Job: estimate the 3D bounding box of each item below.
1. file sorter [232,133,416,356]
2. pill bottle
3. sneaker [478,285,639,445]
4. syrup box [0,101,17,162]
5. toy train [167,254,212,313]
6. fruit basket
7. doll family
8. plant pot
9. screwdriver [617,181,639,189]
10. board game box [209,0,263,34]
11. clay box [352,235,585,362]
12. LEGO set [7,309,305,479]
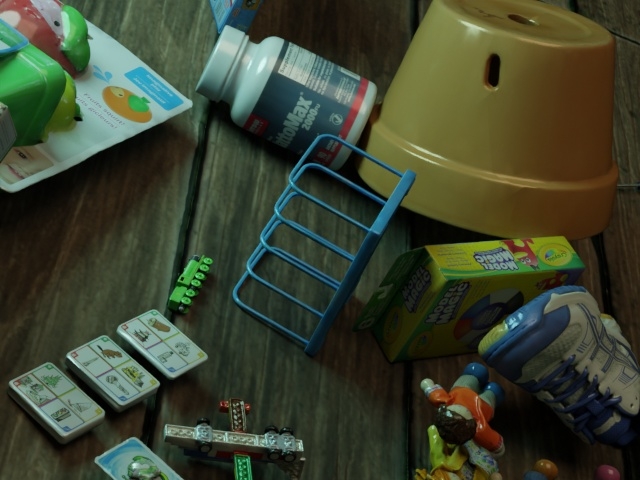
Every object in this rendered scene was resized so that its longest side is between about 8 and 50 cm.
[{"bbox_3d":[0.000,0.000,1.639,0.104,0.170,0.118,30,38,2],"label":"file sorter"},{"bbox_3d":[-0.040,-0.160,1.839,0.180,0.108,0.108,25,38,-7],"label":"pill bottle"},{"bbox_3d":[0.259,0.132,1.649,0.296,0.112,0.131,17,40,-58],"label":"sneaker"},{"bbox_3d":[-0.360,-0.031,1.398,0.093,0.096,0.237,33,76,3],"label":"syrup box"},{"bbox_3d":[-0.127,0.041,1.632,0.024,0.017,0.083,20,38,3],"label":"toy train"},{"bbox_3d":[-0.324,-0.196,1.648,0.327,0.165,0.353,38,35,10],"label":"fruit basket"},{"bbox_3d":[0.178,0.238,1.547,0.263,0.118,0.163,36,20,7],"label":"doll family"},{"bbox_3d":[0.200,-0.147,1.830,0.291,0.203,0.291,11,22,-5],"label":"plant pot"},{"bbox_3d":[0.385,-0.067,2.099,0.170,0.025,0.024,-6,51,-27],"label":"screwdriver"},{"bbox_3d":[-0.079,-0.367,1.958,0.039,0.211,0.160,8,44,-27],"label":"board game box"},{"bbox_3d":[0.149,0.060,1.705,0.222,0.127,0.053,-5,50,-37],"label":"clay box"},{"bbox_3d":[-0.130,0.177,1.472,0.244,0.060,0.182,38,41,23],"label":"LEGO set"}]
